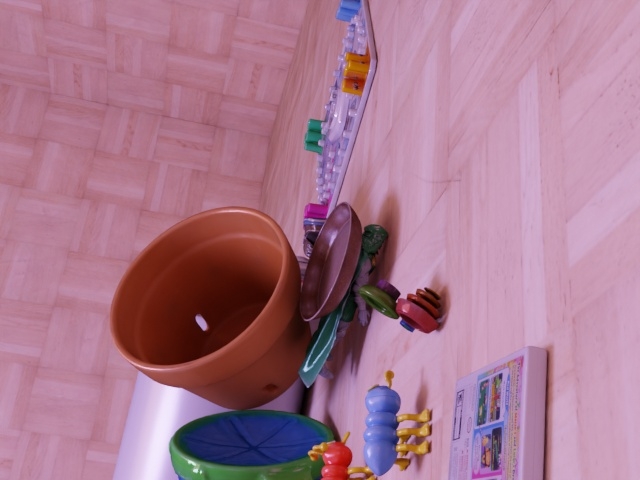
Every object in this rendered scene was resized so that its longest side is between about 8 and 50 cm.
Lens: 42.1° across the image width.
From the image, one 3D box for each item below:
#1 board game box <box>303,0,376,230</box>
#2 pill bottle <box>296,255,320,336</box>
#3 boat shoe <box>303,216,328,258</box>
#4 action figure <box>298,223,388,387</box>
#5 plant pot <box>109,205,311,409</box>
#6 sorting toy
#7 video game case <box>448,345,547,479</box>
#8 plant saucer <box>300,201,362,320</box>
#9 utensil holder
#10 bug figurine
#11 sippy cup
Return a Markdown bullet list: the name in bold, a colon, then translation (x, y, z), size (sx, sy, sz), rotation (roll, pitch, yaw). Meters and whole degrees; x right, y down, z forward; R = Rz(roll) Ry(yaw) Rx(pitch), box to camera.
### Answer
- **board game box**: translation (0.027, -0.267, 1.681), size (0.390, 0.050, 0.390), rotation (-92, 15, -54)
- **pill bottle**: translation (-0.039, 0.096, 1.481), size (0.180, 0.107, 0.108), rotation (-103, 25, -71)
- **boat shoe**: translation (0.000, 0.000, 1.520), size (0.183, 0.066, 0.066), rotation (90, -176, -81)
- **action figure**: translation (0.037, 0.079, 1.151), size (0.137, 0.063, 0.232), rotation (-94, 23, -64)
- **plant pot**: translation (-0.142, 0.123, 1.261), size (0.203, 0.290, 0.291), rotation (60, -156, -43)
- **sorting toy**: translation (0.089, 0.061, 0.847), size (0.102, 0.061, 0.042), rotation (23, 72, 47)
- **video game case**: translation (0.125, 0.168, 0.607), size (0.143, 0.019, 0.157), rotation (122, 157, -68)
- **plant saucer**: translation (0.017, 0.031, 1.118), size (0.168, 0.029, 0.169), rotation (-160, 90, -76)
- **utensil holder**: translation (-0.196, 0.333, 1.535), size (0.327, 0.327, 0.386), rotation (175, 108, -81)
- **bug figurine**: translation (0.038, 0.274, 0.875), size (0.279, 0.072, 0.216), rotation (114, 164, -56)
- **sippy cup**: translation (-0.096, 0.385, 1.188), size (0.305, 0.240, 0.224), rotation (-42, -47, -80)
